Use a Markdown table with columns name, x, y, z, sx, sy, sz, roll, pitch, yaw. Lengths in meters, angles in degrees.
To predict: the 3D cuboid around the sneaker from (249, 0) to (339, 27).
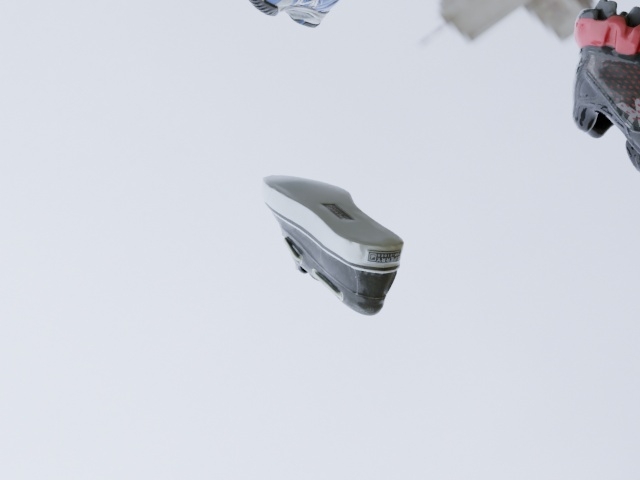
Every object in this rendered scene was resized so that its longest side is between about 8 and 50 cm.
| name | x | y | z | sx | sy | sz | roll | pitch | yaw |
| --- | --- | --- | --- | --- | --- | --- | --- | --- | --- |
| sneaker | -0.036 | -0.310 | 1.928 | 0.080 | 0.081 | 0.211 | 58 | -157 | 14 |

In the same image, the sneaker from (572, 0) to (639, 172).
| name | x | y | z | sx | sy | sz | roll | pitch | yaw |
| --- | --- | --- | --- | --- | --- | --- | --- | --- | --- |
| sneaker | 0.326 | -0.107 | 1.362 | 0.098 | 0.276 | 0.135 | 10 | -82 | -59 |

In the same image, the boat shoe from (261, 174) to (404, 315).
| name | x | y | z | sx | sy | sz | roll | pitch | yaw |
| --- | --- | --- | --- | --- | --- | --- | --- | --- | --- |
| boat shoe | 0.000 | 0.000 | 1.409 | 0.078 | 0.070 | 0.219 | 4 | -162 | -23 |
